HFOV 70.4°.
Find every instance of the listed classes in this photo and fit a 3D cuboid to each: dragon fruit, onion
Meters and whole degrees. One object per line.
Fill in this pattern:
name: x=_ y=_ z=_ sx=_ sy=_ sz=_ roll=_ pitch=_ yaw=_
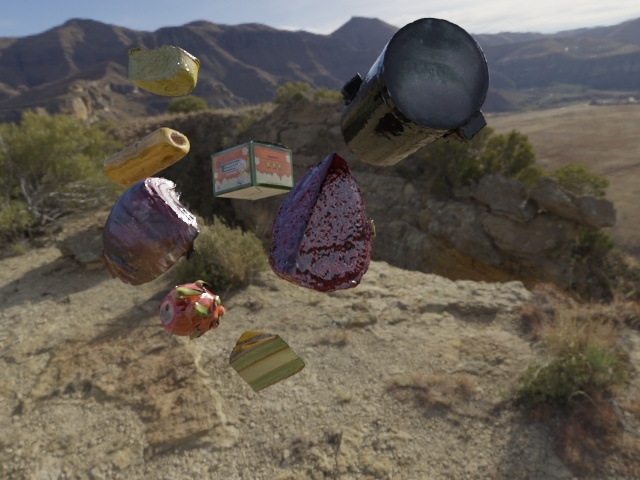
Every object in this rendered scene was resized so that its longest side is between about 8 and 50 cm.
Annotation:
dragon fruit: x=-0.475 y=0.260 z=1.684 sx=0.224 sy=0.224 sz=0.227 roll=10 pitch=13 yaw=42
dragon fruit: x=0.000 y=0.000 z=0.984 sx=0.152 sy=0.205 sz=0.317 roll=-16 pitch=44 yaw=45
onion: x=-0.469 y=-0.030 z=1.148 sx=0.280 sy=0.146 sz=0.314 roll=-43 pitch=54 yaw=-2

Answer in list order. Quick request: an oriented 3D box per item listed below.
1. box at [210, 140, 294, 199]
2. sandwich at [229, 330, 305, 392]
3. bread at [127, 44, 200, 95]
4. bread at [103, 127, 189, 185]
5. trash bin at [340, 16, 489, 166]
box: x=-0.215 y=-0.218 z=1.439 sx=0.194 sy=0.148 sz=0.177 roll=-7 pitch=-5 yaw=40
sandwich: x=-0.118 y=0.267 z=1.122 sx=0.187 sy=0.117 sz=0.144 roll=-33 pitch=15 yaw=26
bread: x=-0.353 y=-0.386 z=1.042 sx=0.156 sy=0.086 sz=0.125 roll=0 pitch=-10 yaw=10
bread: x=-0.586 y=-0.272 z=1.526 sx=0.305 sy=0.091 sz=0.142 roll=-22 pitch=-18 yaw=22
trash bin: x=0.173 y=-0.276 z=0.927 sx=0.203 sy=0.252 sz=0.301 roll=-43 pitch=6 yaw=-12
